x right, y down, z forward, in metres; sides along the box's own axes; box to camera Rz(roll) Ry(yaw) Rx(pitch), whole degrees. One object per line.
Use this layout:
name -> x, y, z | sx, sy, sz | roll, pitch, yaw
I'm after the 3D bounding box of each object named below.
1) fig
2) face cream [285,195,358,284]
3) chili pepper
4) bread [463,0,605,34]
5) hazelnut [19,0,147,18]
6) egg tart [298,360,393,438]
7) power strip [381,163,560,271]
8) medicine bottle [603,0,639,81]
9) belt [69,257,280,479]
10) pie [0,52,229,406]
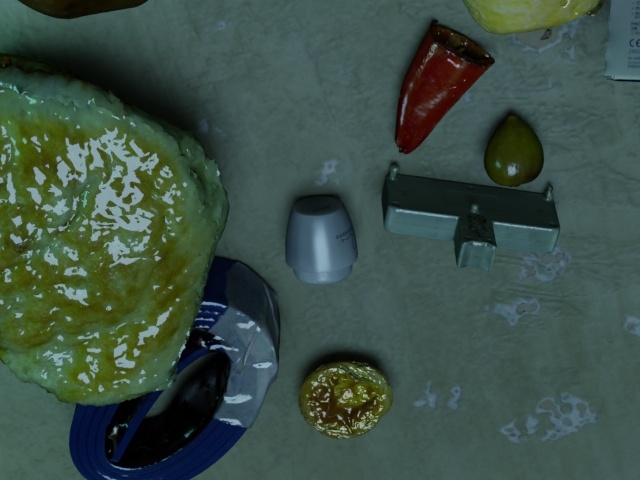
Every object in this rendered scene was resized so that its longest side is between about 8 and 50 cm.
fig -> 0.234, -0.108, 2.007 | 0.074, 0.074, 0.088 | 2, 96, -2
face cream -> 0.000, 0.000, 2.059 | 0.091, 0.091, 0.095 | -4, 114, 2
chili pepper -> 0.131, -0.169, 1.976 | 0.088, 0.065, 0.169 | 30, 124, 0
bread -> 0.224, -0.331, 1.809 | 0.197, 0.197, 0.170 | -17, 133, 10
hazelnut -> -0.267, -0.348, 1.772 | 0.229, 0.229, 0.229 | 0, 122, 0
egg tart -> 0.033, 0.208, 2.212 | 0.130, 0.052, 0.130 | 0, 121, -1
power strip -> 0.186, -0.023, 2.014 | 0.216, 0.145, 0.061 | 6, 123, -5
medicine bottle -> 0.407, -0.252, 1.779 | 0.201, 0.052, 0.171 | 4, 91, 36
belt -> -0.190, 0.183, 2.156 | 0.212, 0.117, 0.347 | 31, 117, -16
pie -> -0.305, -0.018, 1.963 | 0.418, 0.180, 0.395 | 29, 114, -4
